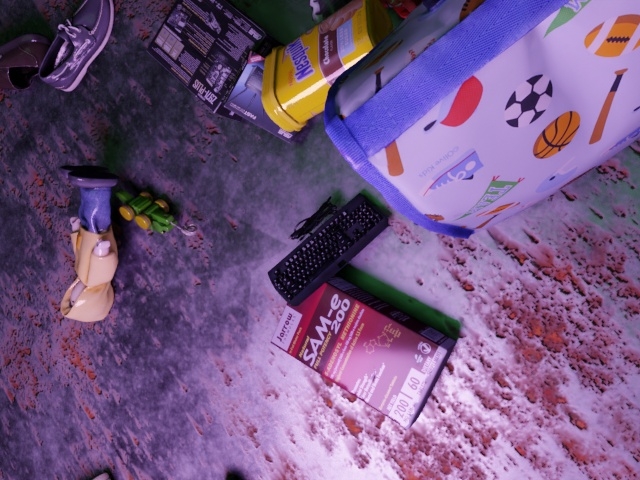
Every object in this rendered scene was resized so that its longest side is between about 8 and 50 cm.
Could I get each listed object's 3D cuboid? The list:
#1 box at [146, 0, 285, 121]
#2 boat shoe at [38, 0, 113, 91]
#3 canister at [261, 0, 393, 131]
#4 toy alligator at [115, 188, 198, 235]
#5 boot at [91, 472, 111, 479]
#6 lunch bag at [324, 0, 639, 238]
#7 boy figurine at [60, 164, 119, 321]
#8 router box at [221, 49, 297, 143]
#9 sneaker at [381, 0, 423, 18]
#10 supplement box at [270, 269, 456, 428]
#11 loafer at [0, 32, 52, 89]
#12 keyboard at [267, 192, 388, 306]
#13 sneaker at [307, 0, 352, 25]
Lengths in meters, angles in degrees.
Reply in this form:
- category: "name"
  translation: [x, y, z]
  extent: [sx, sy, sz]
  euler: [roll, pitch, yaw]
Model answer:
- category: "box"
  translation: [-0.169, -0.309, 0.890]
  extent: [0.180, 0.077, 0.147]
  euler: [43, 106, 18]
- category: "boat shoe"
  translation: [-0.457, -0.375, 1.023]
  extent: [0.075, 0.065, 0.206]
  euler: [41, 106, 18]
- category: "canister"
  translation: [0.010, -0.233, 0.717]
  extent: [0.170, 0.073, 0.126]
  euler: [-23, 51, 32]
- category: "toy alligator"
  translation: [-0.289, -0.036, 0.964]
  extent: [0.190, 0.056, 0.051]
  euler: [26, 141, 21]
- category: "boot"
  translation: [-0.439, 0.551, 1.023]
  extent: [0.213, 0.077, 0.165]
  euler: [-39, 77, 14]
- category: "lunch bag"
  translation: [0.201, -0.170, 0.565]
  extent: [0.328, 0.385, 0.239]
  euler: [-37, 77, 21]
- category: "boy figurine"
  translation: [-0.417, 0.009, 0.983]
  extent: [0.177, 0.092, 0.285]
  euler: [32, 117, 45]
- category: "router box"
  translation: [-0.076, -0.218, 0.834]
  extent: [0.092, 0.122, 0.038]
  euler: [-58, 26, 15]
- category: "sneaker"
  translation: [0.174, -0.365, 0.736]
  extent: [0.270, 0.090, 0.145]
  euler: [26, 102, 25]
- category: "supplement box"
  translation: [0.058, 0.148, 0.801]
  extent: [0.239, 0.073, 0.130]
  euler: [27, 101, 22]
- category: "loafer"
  translation: [-0.624, -0.335, 1.087]
  extent: [0.220, 0.080, 0.078]
  euler: [-18, 83, 23]
- category: "keyboard"
  translation: [0.000, 0.000, 0.796]
  extent: [0.192, 0.038, 0.100]
  euler: [-41, 64, -10]
- category: "sneaker"
  translation: [0.048, -0.305, 0.800]
  extent: [0.106, 0.078, 0.234]
  euler: [-9, 91, 21]
